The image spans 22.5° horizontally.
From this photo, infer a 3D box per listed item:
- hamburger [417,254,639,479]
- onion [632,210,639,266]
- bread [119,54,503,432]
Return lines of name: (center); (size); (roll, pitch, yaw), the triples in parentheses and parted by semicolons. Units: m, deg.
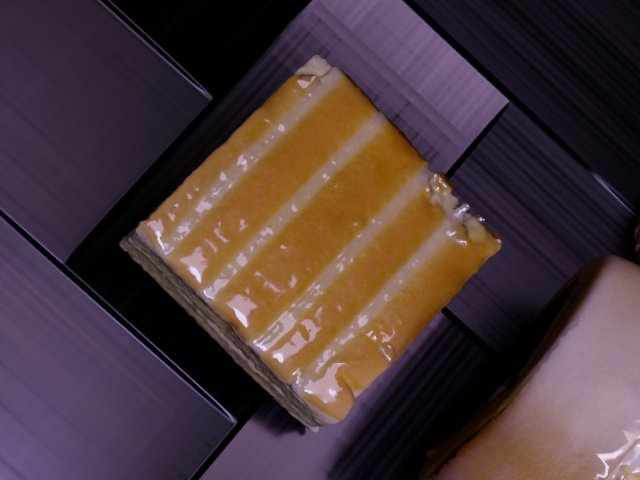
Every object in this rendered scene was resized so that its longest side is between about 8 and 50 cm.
hamburger: (0.215, 0.151, 1.295); (0.170, 0.302, 0.302); (40, 72, 2)
onion: (0.362, -0.001, 1.440); (0.150, 0.140, 0.150); (6, 61, -11)
bread: (0.000, 0.000, 1.351); (0.239, 0.111, 0.246); (46, 69, -7)
